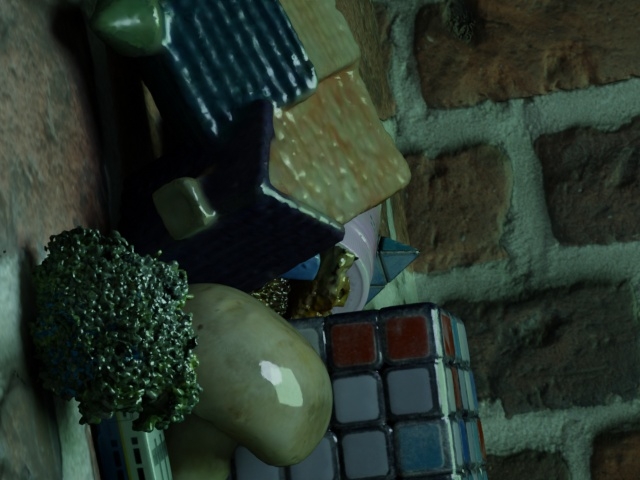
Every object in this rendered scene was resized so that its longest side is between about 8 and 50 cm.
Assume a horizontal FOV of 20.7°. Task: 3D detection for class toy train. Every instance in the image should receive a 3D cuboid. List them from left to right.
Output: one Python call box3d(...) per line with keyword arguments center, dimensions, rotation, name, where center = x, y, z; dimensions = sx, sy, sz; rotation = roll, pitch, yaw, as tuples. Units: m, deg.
box3d(center=(-0.154, 0.235, 1.524), dimensions=(0.052, 0.051, 0.234), rotation=(-36, 117, -75), name="toy train")

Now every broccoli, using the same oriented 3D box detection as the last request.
box3d(center=(-0.169, 0.074, 1.422), dimensions=(0.154, 0.167, 0.160), rotation=(-67, -162, -2), name="broccoli")

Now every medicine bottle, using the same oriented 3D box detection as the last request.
box3d(center=(0.000, 0.000, 2.311), dimensions=(0.254, 0.152, 0.152), rotation=(-78, 157, -63), name="medicine bottle")

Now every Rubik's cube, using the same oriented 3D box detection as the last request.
box3d(center=(-0.006, 0.058, 2.509), dimensions=(0.178, 0.211, 0.190), rotation=(10, 96, -57), name="Rubik's cube")
box3d(center=(0.019, 0.229, 1.825), dimensions=(0.287, 0.293, 0.292), rotation=(29, 55, -77), name="Rubik's cube")

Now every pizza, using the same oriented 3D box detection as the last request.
box3d(center=(-0.021, 0.080, 2.072), dimensions=(0.226, 0.069, 0.147), rotation=(-59, -155, 19), name="pizza")

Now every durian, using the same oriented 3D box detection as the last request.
box3d(center=(-0.079, 0.041, 2.000), dimensions=(0.188, 0.091, 0.148), rotation=(53, 31, -67), name="durian")

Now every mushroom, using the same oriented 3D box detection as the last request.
box3d(center=(-0.093, 0.140, 1.612), dimensions=(0.206, 0.209, 0.206), rotation=(28, 32, -20), name="mushroom")

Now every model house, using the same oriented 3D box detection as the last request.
box3d(center=(-0.104, -0.106, 1.663), dimensions=(0.312, 0.245, 0.280), rotation=(62, 34, -5), name="model house")

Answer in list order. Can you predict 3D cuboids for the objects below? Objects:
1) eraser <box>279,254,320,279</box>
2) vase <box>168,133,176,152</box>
box3d(center=(-0.064, -0.058, 2.006), dimensions=(0.312, 0.144, 0.043), rotation=(-86, -170, -59), name="eraser")
box3d(center=(-0.073, -0.093, 1.924), dimensions=(0.183, 0.120, 0.120), rotation=(17, 56, -34), name="vase")
